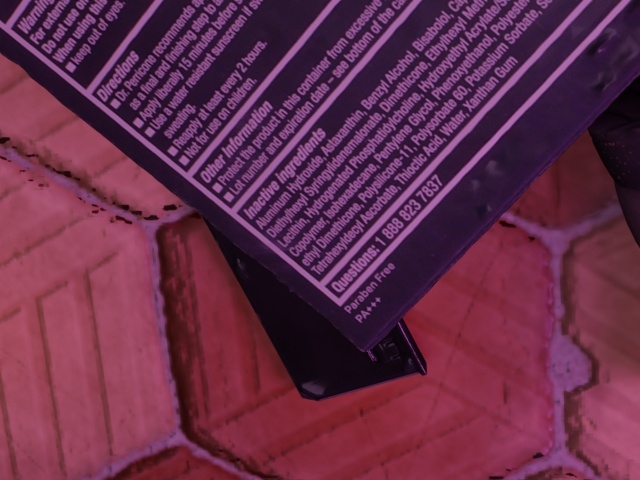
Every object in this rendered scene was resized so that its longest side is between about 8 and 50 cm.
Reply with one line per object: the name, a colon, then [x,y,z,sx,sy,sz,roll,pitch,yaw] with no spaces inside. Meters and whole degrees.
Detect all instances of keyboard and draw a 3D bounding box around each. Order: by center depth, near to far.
keyboard: [0.000,0.000,1.043,0.108,0.023,0.180,-18,111,29]

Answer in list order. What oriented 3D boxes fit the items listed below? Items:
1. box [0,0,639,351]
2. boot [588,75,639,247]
box: [0.014,-0.169,0.860,0.294,0.182,0.296,39,120,-7]
boot: [0.311,-0.007,0.919,0.338,0.118,0.222,-10,117,31]
